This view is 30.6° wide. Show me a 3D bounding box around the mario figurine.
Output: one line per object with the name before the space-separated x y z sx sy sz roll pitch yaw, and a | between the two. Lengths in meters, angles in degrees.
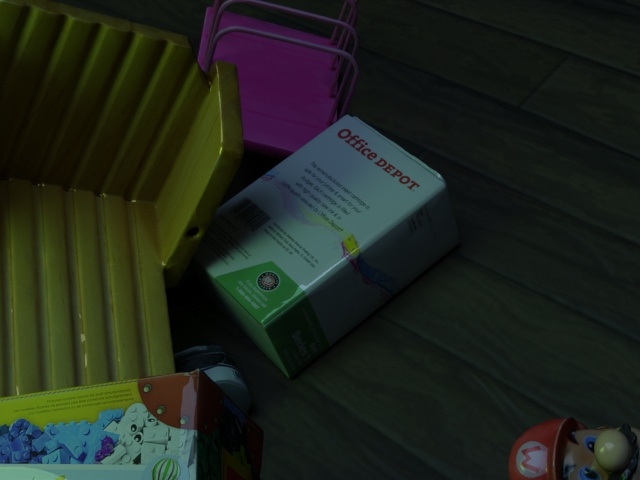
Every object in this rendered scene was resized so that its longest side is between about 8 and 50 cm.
mario figurine | 0.330 0.219 1.054 0.321 0.170 0.198 6 17 15

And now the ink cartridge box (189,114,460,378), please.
ink cartridge box | 0.000 0.000 1.421 0.278 0.117 0.201 -37 47 -14

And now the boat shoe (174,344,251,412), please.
boat shoe | -0.236 0.202 1.333 0.306 0.113 0.105 -27 39 -8

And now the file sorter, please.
file sorter | -0.052 -0.272 1.574 0.202 0.182 0.290 13 41 -10

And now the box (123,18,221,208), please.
box | -0.283 -0.135 1.640 0.191 0.143 0.381 -25 44 -3

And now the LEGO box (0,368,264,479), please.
LEGO box | -0.311 0.351 1.064 0.500 0.193 0.372 -10 60 13

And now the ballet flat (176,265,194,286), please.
ballet flat | -0.311 0.012 1.399 0.409 0.147 0.147 10 39 -25

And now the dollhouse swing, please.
dollhouse swing | -0.257 -0.023 1.191 0.347 0.315 0.305 10 37 -30
